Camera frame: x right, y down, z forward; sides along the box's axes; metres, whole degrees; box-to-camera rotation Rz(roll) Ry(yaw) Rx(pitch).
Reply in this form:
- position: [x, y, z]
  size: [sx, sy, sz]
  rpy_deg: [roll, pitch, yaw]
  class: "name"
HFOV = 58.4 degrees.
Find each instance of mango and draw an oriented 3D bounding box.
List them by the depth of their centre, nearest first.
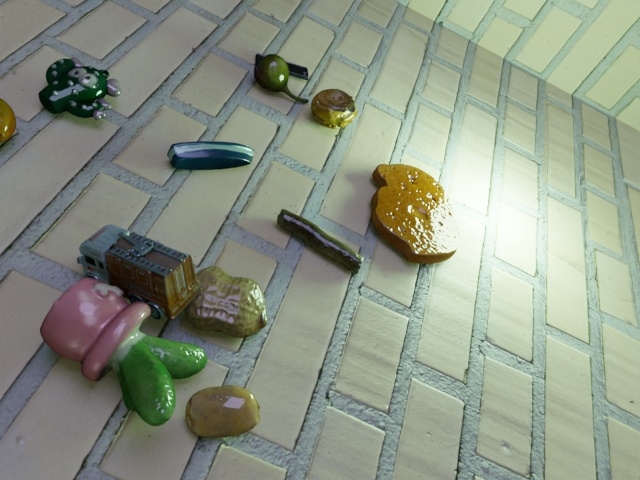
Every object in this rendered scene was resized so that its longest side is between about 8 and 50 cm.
- position: [-0.971, -0.369, 1.638]
  size: [0.253, 0.113, 0.138]
  rpy_deg: [37, 50, 16]
  class: "mango"

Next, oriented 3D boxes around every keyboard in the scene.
- position: [-0.159, -0.716, 2.372]
  size: [0.230, 0.025, 0.094]
  rpy_deg: [11, 48, -18]
  class: "keyboard"

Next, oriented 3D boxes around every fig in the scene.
- position: [-0.150, -0.618, 2.256]
  size: [0.245, 0.149, 0.149]
  rpy_deg: [45, 45, -13]
  class: "fig"

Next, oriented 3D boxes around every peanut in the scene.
- position: [-0.249, 0.172, 1.548]
  size: [0.232, 0.110, 0.197]
  rpy_deg: [17, 48, -10]
  class: "peanut"

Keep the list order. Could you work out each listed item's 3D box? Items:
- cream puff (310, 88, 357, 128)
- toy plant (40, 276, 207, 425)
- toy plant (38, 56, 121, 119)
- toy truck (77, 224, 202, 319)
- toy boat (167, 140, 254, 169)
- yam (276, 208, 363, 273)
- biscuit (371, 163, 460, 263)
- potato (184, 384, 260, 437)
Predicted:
- position: [0.052, -0.507, 2.235]
  size: [0.188, 0.130, 0.189]
  rpy_deg: [7, 50, -9]
  class: "cream puff"
- position: [-0.453, 0.252, 1.298]
  size: [0.356, 0.211, 0.317]
  rpy_deg: [41, 10, -2]
  class: "toy plant"
- position: [-0.769, -0.486, 1.829]
  size: [0.232, 0.113, 0.244]
  rpy_deg: [19, 53, -8]
  class: "toy plant"
- position: [-0.464, 0.066, 1.446]
  size: [0.305, 0.162, 0.136]
  rpy_deg: [20, 44, 20]
  class: "toy truck"
- position: [-0.348, -0.276, 1.879]
  size: [0.299, 0.096, 0.062]
  rpy_deg: [-6, 67, -33]
  class: "toy boat"
- position: [0.000, 0.000, 1.838]
  size: [0.317, 0.067, 0.071]
  rpy_deg: [32, 19, 1]
  class: "yam"
- position: [0.345, -0.099, 2.082]
  size: [0.349, 0.078, 0.456]
  rpy_deg: [16, 48, -9]
  class: "biscuit"
- position: [-0.234, 0.407, 1.366]
  size: [0.178, 0.119, 0.109]
  rpy_deg: [0, 17, -10]
  class: "potato"
